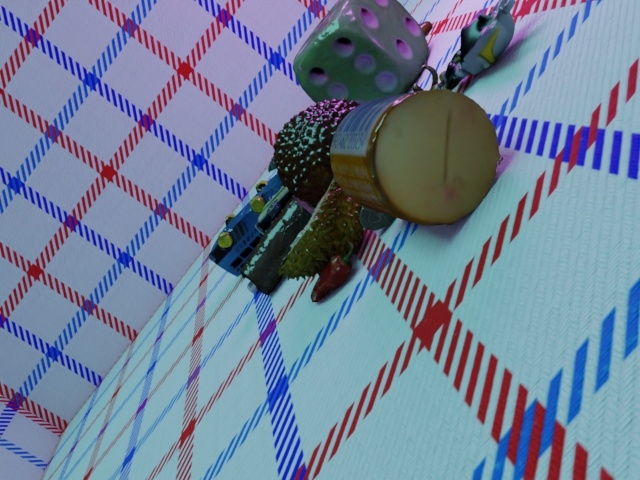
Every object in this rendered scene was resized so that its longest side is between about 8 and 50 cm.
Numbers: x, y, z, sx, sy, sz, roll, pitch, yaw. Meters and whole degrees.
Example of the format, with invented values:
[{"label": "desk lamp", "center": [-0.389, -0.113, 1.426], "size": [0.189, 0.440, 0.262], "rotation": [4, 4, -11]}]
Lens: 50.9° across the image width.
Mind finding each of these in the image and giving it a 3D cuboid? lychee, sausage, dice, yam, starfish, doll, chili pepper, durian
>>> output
[{"label": "lychee", "center": [0.030, -0.219, 1.690], "size": [0.304, 0.276, 0.276], "rotation": [-1, 33, 11]}, {"label": "sausage", "center": [0.157, -0.155, 1.226], "size": [0.233, 0.233, 0.287], "rotation": [-54, 14, -2]}, {"label": "dice", "center": [0.124, -0.578, 2.122], "size": [0.318, 0.322, 0.330], "rotation": [-38, 22, 44]}, {"label": "yam", "center": [-0.107, 0.010, 1.868], "size": [0.280, 0.131, 0.131], "rotation": [-53, 14, 3]}, {"label": "starfish", "center": [0.232, -0.334, 1.676], "size": [0.190, 0.074, 0.146], "rotation": [-58, 0, -13]}, {"label": "doll", "center": [0.347, -0.428, 1.516], "size": [0.145, 0.103, 0.316], "rotation": [-33, -6, -28]}, {"label": "chili pepper", "center": [0.026, 0.078, 1.435], "size": [0.191, 0.050, 0.059], "rotation": [-56, -4, 38]}, {"label": "durian", "center": [0.009, 0.004, 1.490], "size": [0.250, 0.138, 0.183], "rotation": [-51, 14, 19]}]

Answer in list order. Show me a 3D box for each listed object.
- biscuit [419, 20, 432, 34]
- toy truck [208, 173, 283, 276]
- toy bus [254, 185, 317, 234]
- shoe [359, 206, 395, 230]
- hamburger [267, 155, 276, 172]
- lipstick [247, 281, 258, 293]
[{"label": "biscuit", "center": [0.310, -0.712, 2.403], "size": [0.164, 0.047, 0.208], "rotation": [-52, 15, 6]}, {"label": "toy truck", "center": [-0.218, -0.057, 2.286], "size": [0.385, 0.162, 0.161], "rotation": [-45, 16, 24]}, {"label": "toy bus", "center": [-0.062, -0.124, 2.016], "size": [0.276, 0.133, 0.165], "rotation": [-44, 18, 27]}, {"label": "shoe", "center": [0.137, -0.090, 1.459], "size": [0.169, 0.071, 0.099], "rotation": [-52, 11, -12]}, {"label": "hamburger", "center": [-0.019, -0.259, 2.140], "size": [0.260, 0.150, 0.276], "rotation": [-13, 2, -36]}, {"label": "lipstick", "center": [-0.165, 0.097, 2.003], "size": [0.141, 0.040, 0.040], "rotation": [-50, 15, 12]}]
